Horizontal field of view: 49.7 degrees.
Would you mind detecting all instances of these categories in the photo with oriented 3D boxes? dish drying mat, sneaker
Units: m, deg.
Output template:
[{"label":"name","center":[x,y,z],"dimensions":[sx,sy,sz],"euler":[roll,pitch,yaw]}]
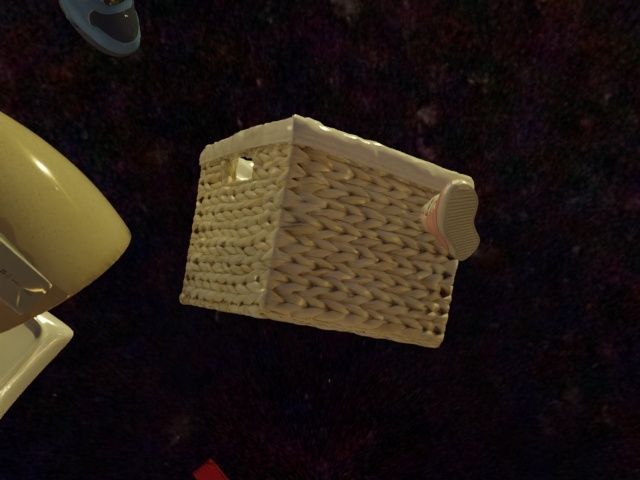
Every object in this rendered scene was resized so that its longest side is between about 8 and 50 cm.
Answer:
[{"label":"dish drying mat","center":[-0.139,0.341,0.953],"dimensions":[0.032,0.008,0.083],"euler":[-38,107,-15]},{"label":"sneaker","center":[0.138,-0.035,0.773],"dimensions":[0.051,0.134,0.070],"euler":[-36,56,-6]},{"label":"sneaker","center":[-0.167,-0.209,0.513],"dimensions":[0.053,0.059,0.144],"euler":[-37,116,-44]}]

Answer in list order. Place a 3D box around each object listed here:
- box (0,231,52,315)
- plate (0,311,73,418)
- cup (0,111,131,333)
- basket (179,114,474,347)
[{"label":"box","center":[-0.317,-0.024,0.582],"dimensions":[0.038,0.145,0.186],"euler":[-48,41,-16]},{"label":"plate","center":[-0.637,0.179,1.242],"dimensions":[0.278,0.045,0.277],"euler":[40,53,-8]},{"label":"cup","center":[-0.465,-0.040,0.952],"dimensions":[0.331,0.331,0.236],"euler":[-24,113,-9]},{"label":"basket","center":[0.000,0.000,1.057],"dimensions":[0.331,0.328,0.266],"euler":[13,83,-31]}]
